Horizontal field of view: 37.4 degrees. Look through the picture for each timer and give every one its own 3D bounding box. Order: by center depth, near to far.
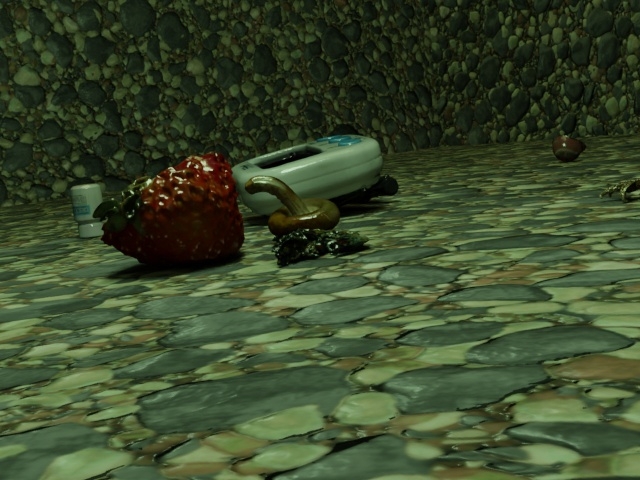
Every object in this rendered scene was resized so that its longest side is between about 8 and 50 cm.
[{"bbox_3d":[-0.025,-0.110,1.570,0.237,0.087,0.262,-18,12,-10],"label":"timer"}]

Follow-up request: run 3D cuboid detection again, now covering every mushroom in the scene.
[{"bbox_3d":[-0.042,-0.038,1.226,0.129,0.073,0.088,25,30,-4],"label":"mushroom"}]

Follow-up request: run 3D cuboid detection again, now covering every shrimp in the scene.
[{"bbox_3d":[0.000,0.000,1.074,0.091,0.034,0.161,-2,7,25],"label":"shrimp"}]

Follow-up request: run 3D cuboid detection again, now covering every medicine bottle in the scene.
[{"bbox_3d":[-0.396,-0.051,1.612,0.052,0.089,0.052,-6,7,1],"label":"medicine bottle"}]

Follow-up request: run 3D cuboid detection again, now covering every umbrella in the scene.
[{"bbox_3d":[0.064,-0.096,1.753,0.053,0.052,0.250,28,-12,-29],"label":"umbrella"}]

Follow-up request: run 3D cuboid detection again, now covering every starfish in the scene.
[{"bbox_3d":[0.428,-0.070,1.311,0.078,0.028,0.091,-10,3,-15],"label":"starfish"}]

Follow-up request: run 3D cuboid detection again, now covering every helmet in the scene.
[{"bbox_3d":[0.591,-0.211,2.250,0.084,0.049,0.065,19,-31,-9],"label":"helmet"}]

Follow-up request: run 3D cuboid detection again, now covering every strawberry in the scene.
[{"bbox_3d":[-0.149,-0.016,1.116,0.175,0.107,0.236,-45,-17,30],"label":"strawberry"}]

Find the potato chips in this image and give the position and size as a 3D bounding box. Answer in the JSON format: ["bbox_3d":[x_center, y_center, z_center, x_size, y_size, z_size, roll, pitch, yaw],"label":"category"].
[{"bbox_3d":[0.000,-0.070,1.638,0.202,0.029,0.220,-19,13,-36],"label":"potato chips"}]
